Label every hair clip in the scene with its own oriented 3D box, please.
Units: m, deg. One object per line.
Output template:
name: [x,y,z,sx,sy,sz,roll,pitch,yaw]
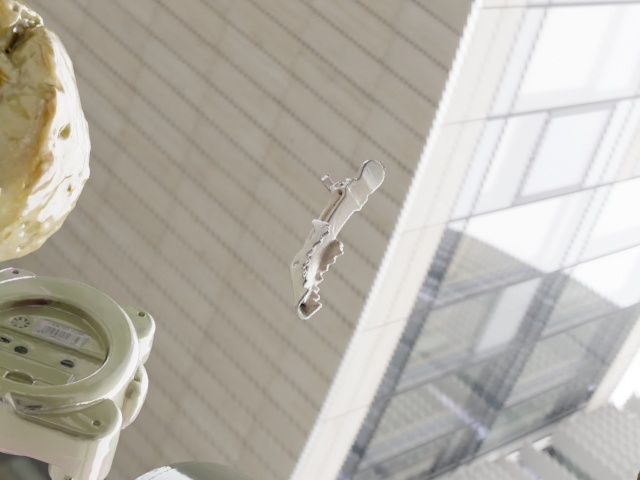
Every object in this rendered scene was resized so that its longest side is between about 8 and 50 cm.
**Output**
hair clip: [0.000,0.000,1.433,0.072,0.226,0.034,-12,-53,36]

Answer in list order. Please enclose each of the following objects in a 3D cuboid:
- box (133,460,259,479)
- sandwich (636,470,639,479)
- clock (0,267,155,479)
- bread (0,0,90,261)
box: [-0.077,0.299,1.082,0.149,0.226,0.226,15,-71,46]
sandwich: [0.208,0.218,0.718,0.128,0.122,0.236,29,-86,40]
clock: [-0.359,0.160,1.762,0.284,0.309,0.114,17,-61,3]
bread: [-0.281,-0.094,0.994,0.244,0.244,0.134,67,-28,9]
